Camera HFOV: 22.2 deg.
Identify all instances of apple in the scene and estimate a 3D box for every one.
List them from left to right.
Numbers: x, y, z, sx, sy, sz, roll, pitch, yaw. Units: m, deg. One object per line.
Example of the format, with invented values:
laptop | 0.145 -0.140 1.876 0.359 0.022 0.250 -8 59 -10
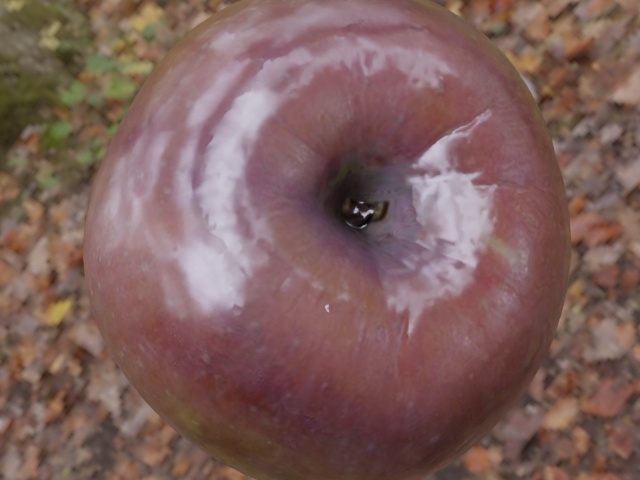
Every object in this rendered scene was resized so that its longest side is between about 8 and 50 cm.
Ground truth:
apple | 0.000 0.000 0.958 0.306 0.305 0.235 -63 7 -22
